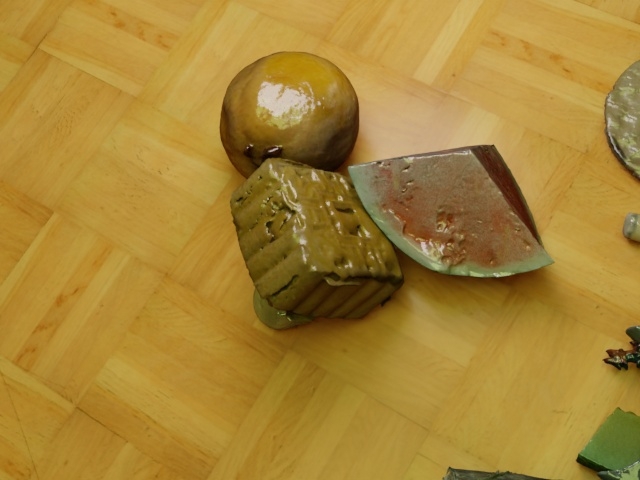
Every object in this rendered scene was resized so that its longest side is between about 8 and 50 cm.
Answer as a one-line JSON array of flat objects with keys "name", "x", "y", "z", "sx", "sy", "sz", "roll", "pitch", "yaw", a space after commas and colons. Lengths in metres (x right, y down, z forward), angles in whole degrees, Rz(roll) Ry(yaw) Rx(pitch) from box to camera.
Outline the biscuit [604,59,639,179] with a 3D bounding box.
[{"name": "biscuit", "x": 0.513, "y": -0.160, "z": 1.396, "sx": 0.133, "sy": 0.032, "sz": 0.250, "roll": -28, "pitch": 66, "yaw": 0}]

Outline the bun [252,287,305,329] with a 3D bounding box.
[{"name": "bun", "x": -0.053, "y": 0.082, "z": 1.398, "sx": 0.115, "sy": 0.069, "sz": 0.115, "roll": -5, "pitch": 67, "yaw": 12}]

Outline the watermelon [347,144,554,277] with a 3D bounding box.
[{"name": "watermelon", "x": 0.211, "y": -0.052, "z": 1.343, "sx": 0.256, "sy": 0.176, "sz": 0.260, "roll": -28, "pitch": 91, "yaw": -22}]

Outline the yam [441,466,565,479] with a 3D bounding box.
[{"name": "yam", "x": 0.292, "y": 0.408, "z": 1.113, "sx": 0.348, "sy": 0.241, "sz": 0.241, "roll": 3, "pitch": 70, "yaw": 10}]

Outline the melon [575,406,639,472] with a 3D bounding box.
[{"name": "melon", "x": 0.481, "y": 0.291, "z": 1.227, "sx": 0.262, "sy": 0.053, "sz": 0.114, "roll": 8, "pitch": 53, "yaw": 10}]

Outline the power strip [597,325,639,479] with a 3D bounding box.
[{"name": "power strip", "x": 0.467, "y": 0.217, "z": 1.186, "sx": 0.168, "sy": 0.054, "sz": 0.253, "roll": 15, "pitch": 71, "yaw": 16}]

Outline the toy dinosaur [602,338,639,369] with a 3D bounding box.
[{"name": "toy dinosaur", "x": 0.474, "y": 0.161, "z": 1.266, "sx": 0.154, "sy": 0.049, "sz": 0.055, "roll": -2, "pitch": 66, "yaw": 17}]

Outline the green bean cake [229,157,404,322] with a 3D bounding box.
[{"name": "green bean cake", "x": 0.000, "y": 0.000, "z": 1.332, "sx": 0.131, "sy": 0.230, "sz": 0.224, "roll": -42, "pitch": 57, "yaw": 33}]

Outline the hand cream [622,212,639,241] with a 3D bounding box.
[{"name": "hand cream", "x": 0.519, "y": -0.009, "z": 1.337, "sx": 0.143, "sy": 0.039, "sz": 0.061, "roll": 15, "pitch": 66, "yaw": 7}]

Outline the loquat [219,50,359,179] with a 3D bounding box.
[{"name": "loquat", "x": -0.048, "y": -0.190, "z": 1.442, "sx": 0.238, "sy": 0.193, "sz": 0.238, "roll": 5, "pitch": 56, "yaw": -7}]
